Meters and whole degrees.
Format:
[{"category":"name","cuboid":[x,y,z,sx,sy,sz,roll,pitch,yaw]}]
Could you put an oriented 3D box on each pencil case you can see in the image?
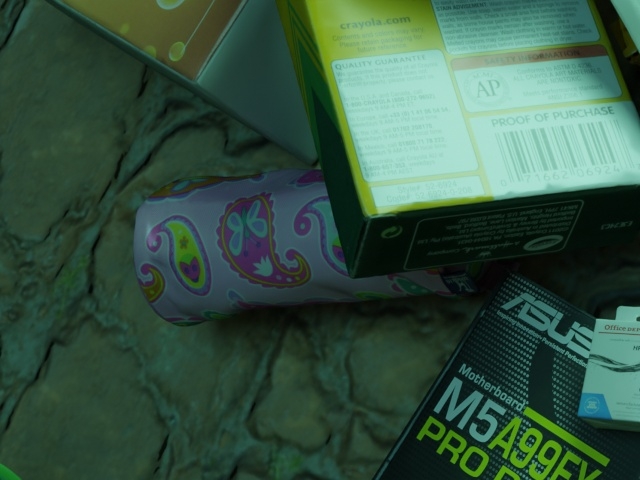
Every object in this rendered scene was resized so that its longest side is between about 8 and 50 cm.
[{"category":"pencil case","cuboid":[0.000,0.000,1.418,0.284,0.124,0.124,-6,67,32]}]

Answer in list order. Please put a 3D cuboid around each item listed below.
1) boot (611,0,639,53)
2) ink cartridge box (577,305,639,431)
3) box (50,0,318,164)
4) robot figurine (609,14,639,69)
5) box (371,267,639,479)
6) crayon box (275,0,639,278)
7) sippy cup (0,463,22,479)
[{"category":"boot","cuboid":[0.303,-0.133,1.230,0.176,0.088,0.244,-29,87,25]},{"category":"ink cartridge box","cuboid":[0.197,0.078,1.224,0.048,0.028,0.083,2,70,35]},{"category":"box","cuboid":[-0.102,-0.245,1.560,0.345,0.168,0.215,32,90,39]},{"category":"robot figurine","cuboid":[0.310,-0.251,1.332,0.291,0.085,0.211,-36,54,18]},{"category":"box","cuboid":[0.173,0.171,1.258,0.270,0.060,0.216,33,91,39]},{"category":"crayon box","cuboid":[0.086,-0.138,1.324,0.203,0.083,0.323,-7,59,-13]},{"category":"sippy cup","cuboid":[-0.356,0.277,1.487,0.224,0.240,0.305,-8,41,43]}]
